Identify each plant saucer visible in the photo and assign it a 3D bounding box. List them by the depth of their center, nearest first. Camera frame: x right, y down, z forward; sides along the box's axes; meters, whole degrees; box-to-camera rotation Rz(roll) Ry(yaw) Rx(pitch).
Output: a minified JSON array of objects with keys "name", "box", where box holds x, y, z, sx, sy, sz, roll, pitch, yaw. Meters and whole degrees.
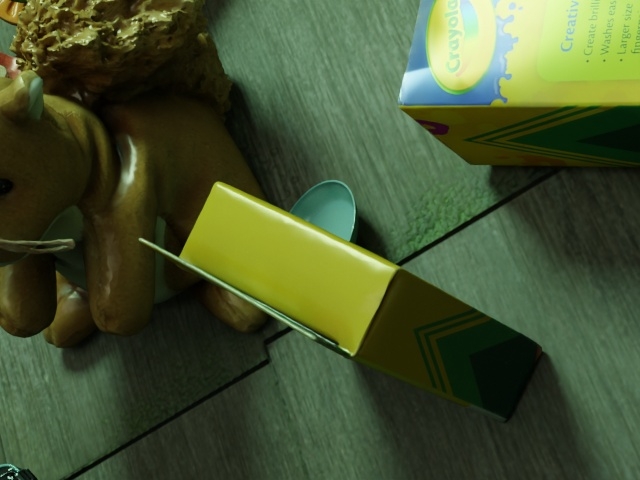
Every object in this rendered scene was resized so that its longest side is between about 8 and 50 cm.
[{"name":"plant saucer","box":[0.000,0.000,1.348,0.119,0.021,0.119,-31,46,38]}]

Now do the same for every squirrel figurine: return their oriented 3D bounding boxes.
[{"name":"squirrel figurine","box":[-0.239,-0.103,1.338,0.281,0.370,0.397,1,75,33]}]

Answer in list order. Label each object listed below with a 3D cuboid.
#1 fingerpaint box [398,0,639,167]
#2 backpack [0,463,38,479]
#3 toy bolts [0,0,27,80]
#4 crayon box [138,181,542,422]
[{"name":"fingerpaint box","box":[0.297,-0.289,1.181,0.371,0.163,0.444,3,74,33]},{"name":"backpack","box":[-0.315,0.341,1.374,0.188,0.144,0.166,-41,55,-13]},{"name":"toy bolts","box":[-0.312,-0.218,1.603,0.218,0.158,0.228,24,75,-4]},{"name":"crayon box","box":[0.026,0.049,1.149,0.202,0.318,0.081,26,89,36]}]
